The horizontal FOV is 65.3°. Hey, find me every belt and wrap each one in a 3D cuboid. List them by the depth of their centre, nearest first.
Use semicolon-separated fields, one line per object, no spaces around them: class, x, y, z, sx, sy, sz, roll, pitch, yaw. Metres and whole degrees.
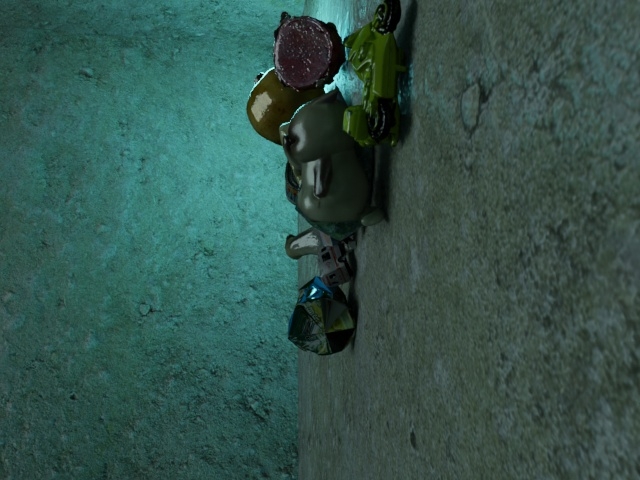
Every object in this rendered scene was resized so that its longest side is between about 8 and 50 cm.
belt;-0.063;-0.314;2.363;0.160;0.206;0.295;97;-174;-58

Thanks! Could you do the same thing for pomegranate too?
pomegranate;-0.178;-0.661;2.433;0.416;0.416;0.417;-179;90;-82

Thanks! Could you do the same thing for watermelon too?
watermelon;0.051;-0.201;1.601;0.258;0.228;0.387;-83;2;-75

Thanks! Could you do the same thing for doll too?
doll;0.016;-0.205;1.361;0.215;0.226;0.370;-71;-36;-78
doll;0.100;0.012;1.735;0.085;0.040;0.058;102;155;-71

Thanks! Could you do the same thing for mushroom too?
mushroom;-0.032;0.012;2.014;0.328;0.122;0.159;-17;46;46

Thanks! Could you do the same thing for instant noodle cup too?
instant noodle cup;0.005;0.259;1.754;0.178;0.240;0.240;-92;6;-68

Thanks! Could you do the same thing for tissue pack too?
tissue pack;0.042;-0.070;1.717;0.065;0.115;0.155;-4;110;49

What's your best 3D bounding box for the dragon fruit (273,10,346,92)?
dragon fruit;-0.019;-0.762;2.047;0.263;0.296;0.314;-18;-71;-62

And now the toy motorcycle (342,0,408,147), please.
toy motorcycle;0.132;-0.402;1.223;0.206;0.142;0.342;-156;69;-81

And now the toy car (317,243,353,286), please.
toy car;0.041;0.069;1.773;0.210;0.108;0.089;-106;-9;-51

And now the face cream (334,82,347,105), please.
face cream;0.075;-0.445;1.833;0.385;0.086;0.136;-94;-6;-52

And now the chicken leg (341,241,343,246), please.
chicken leg;0.080;-0.095;1.819;0.105;0.063;0.234;-92;6;-52

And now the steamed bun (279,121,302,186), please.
steamed bun;-0.008;-0.291;1.820;0.276;0.203;0.289;62;-173;-66
